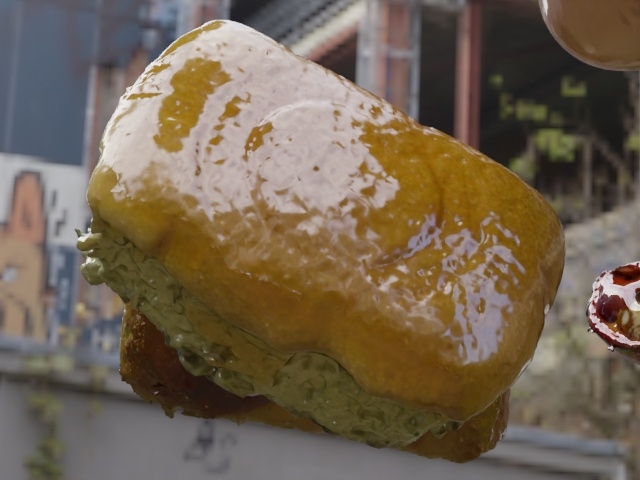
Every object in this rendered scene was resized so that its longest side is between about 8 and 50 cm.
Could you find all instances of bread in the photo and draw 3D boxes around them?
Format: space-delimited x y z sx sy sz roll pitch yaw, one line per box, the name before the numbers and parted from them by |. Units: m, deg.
bread | 0.000 0.000 0.987 0.245 0.174 0.121 29 -32 3
bread | -0.004 0.072 1.294 0.271 0.139 0.077 11 10 16

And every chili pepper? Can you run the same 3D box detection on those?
chili pepper | 0.258 0.058 1.233 0.192 0.086 0.084 17 -44 -37

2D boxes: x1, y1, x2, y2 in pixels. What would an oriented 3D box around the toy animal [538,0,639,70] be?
toy animal | 0.254 -0.171 1.011 0.326 0.237 0.269 10 -17 37
